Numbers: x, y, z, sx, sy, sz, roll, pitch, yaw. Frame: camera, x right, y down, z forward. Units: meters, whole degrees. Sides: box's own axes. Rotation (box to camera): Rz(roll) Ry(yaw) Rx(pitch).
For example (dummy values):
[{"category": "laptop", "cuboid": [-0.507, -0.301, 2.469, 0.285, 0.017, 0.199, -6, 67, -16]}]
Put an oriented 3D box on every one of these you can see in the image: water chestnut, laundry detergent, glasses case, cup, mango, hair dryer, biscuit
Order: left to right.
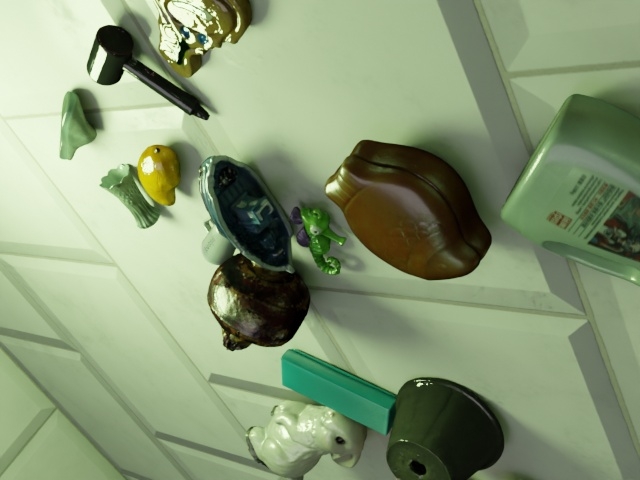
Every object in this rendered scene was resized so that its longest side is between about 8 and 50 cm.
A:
[{"category": "hair dryer", "cuboid": [-0.315, -0.293, 1.578, 0.248, 0.070, 0.114, 32, 148, -11]}, {"category": "mango", "cuboid": [-0.336, -0.139, 1.771, 0.098, 0.075, 0.190, 36, 155, 9]}, {"category": "biscuit", "cuboid": [-0.206, -0.374, 1.377, 0.183, 0.047, 0.320, 41, 149, -4]}, {"category": "cup", "cuboid": [-0.219, -0.014, 1.839, 0.104, 0.074, 0.116, 59, 148, 16]}, {"category": "water chestnut", "cuboid": [-0.137, 0.146, 1.820, 0.223, 0.238, 0.223, 24, -170, -4]}, {"category": "glasses case", "cuboid": [0.046, 0.361, 2.074, 0.301, 0.070, 0.117, 24, 140, 21]}, {"category": "laundry detergent", "cuboid": [0.462, -0.016, 1.149, 0.398, 0.125, 0.264, 29, 146, 7]}]

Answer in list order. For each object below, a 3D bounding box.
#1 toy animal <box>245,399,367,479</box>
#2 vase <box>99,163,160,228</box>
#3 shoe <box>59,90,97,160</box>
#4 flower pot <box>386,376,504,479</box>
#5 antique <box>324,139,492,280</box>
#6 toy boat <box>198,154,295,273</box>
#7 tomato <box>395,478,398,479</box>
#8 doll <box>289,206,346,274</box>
[{"category": "toy animal", "cuboid": [-0.014, 0.529, 2.250, 0.357, 0.194, 0.258, -14, 113, 41]}, {"category": "vase", "cuboid": [-0.423, -0.093, 1.911, 0.081, 0.081, 0.149, 4, 139, 39]}, {"category": "shoe", "cuboid": [-0.522, -0.243, 1.827, 0.078, 0.079, 0.195, 6, 145, -20]}, {"category": "flower pot", "cuboid": [0.248, 0.449, 1.862, 0.269, 0.166, 0.269, 23, 134, 27]}, {"category": "antique", "cuboid": [0.147, -0.052, 1.381, 0.278, 0.129, 0.223, 35, 148, 1]}, {"category": "toy boat", "cuboid": [-0.133, -0.047, 1.644, 0.142, 0.129, 0.309, 18, 148, 50]}, {"category": "tomato", "cuboid": [0.278, 0.690, 2.118, 0.256, 0.256, 0.224, 40, 164, -8]}, {"category": "doll", "cuboid": [0.000, 0.000, 1.661, 0.115, 0.050, 0.190, 27, 149, 26]}]
